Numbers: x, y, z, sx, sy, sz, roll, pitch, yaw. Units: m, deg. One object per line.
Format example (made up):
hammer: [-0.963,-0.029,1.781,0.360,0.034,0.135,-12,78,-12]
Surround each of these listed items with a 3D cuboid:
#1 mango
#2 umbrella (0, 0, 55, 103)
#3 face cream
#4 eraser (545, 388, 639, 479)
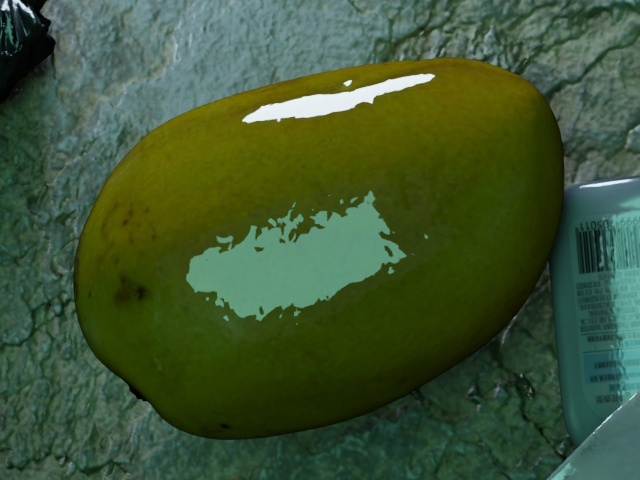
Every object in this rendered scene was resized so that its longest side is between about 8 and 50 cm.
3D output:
mango: [0.000,0.000,1.505,0.446,0.232,0.300,-23,73,12]
umbrella: [-0.343,-0.152,1.700,0.110,0.122,0.272,31,93,-26]
face cream: [0.280,0.115,1.478,0.163,0.080,0.336,-7,84,19]
eraser: [0.289,0.266,1.368,0.174,0.095,0.270,-44,76,-6]
